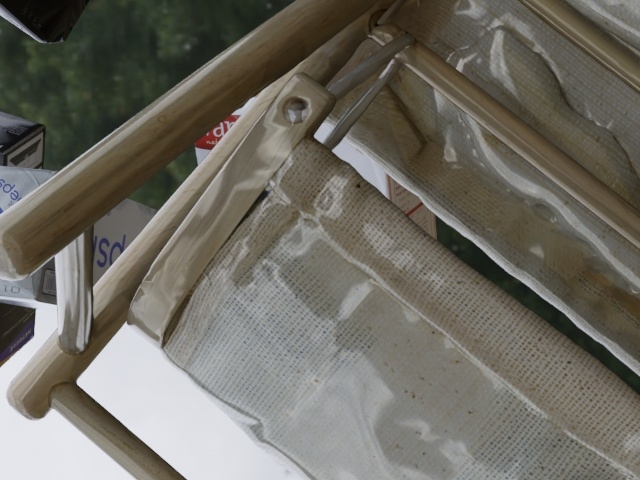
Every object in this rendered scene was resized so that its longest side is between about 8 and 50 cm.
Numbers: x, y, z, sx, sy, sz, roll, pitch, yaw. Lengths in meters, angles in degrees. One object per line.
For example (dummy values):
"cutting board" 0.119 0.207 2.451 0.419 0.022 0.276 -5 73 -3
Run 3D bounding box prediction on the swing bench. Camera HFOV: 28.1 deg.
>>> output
"swing bench" 0.064 0.023 0.451 0.255 0.253 0.165 -47 -8 -24

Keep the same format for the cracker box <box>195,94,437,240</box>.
"cracker box" 0.000 0.000 0.904 0.067 0.155 0.232 -36 -54 -51

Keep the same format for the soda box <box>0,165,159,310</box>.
"soda box" -0.182 0.012 0.976 0.286 0.098 0.091 26 -110 -72

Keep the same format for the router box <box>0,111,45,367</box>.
"router box" -0.428 -0.033 1.256 0.081 0.308 0.243 -52 -25 -58

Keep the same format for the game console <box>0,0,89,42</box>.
"game console" -0.225 -0.378 1.241 0.361 0.044 0.213 -62 -19 -6
